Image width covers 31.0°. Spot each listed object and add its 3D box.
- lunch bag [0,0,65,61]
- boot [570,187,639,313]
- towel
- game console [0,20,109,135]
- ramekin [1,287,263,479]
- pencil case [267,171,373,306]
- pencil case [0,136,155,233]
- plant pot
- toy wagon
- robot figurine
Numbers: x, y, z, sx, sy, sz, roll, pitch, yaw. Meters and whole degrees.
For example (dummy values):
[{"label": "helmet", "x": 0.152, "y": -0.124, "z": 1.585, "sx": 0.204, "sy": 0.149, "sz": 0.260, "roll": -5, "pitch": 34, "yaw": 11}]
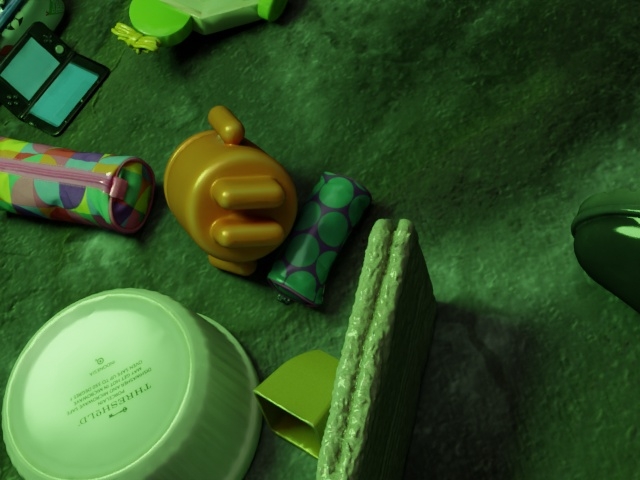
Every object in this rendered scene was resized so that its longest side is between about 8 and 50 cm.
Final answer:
[{"label": "lunch bag", "x": -0.523, "y": -0.311, "z": 1.630, "sx": 0.303, "sy": 0.115, "sz": 0.243, "roll": 27, "pitch": 74, "yaw": 33}, {"label": "boot", "x": 0.320, "y": 0.196, "z": 0.997, "sx": 0.367, "sy": 0.146, "sz": 0.445, "roll": 17, "pitch": 71, "yaw": 30}, {"label": "towel", "x": 0.055, "y": 0.134, "z": 1.093, "sx": 0.049, "sy": 0.187, "sz": 0.282, "roll": 5, "pitch": 61, "yaw": 19}, {"label": "game console", "x": -0.366, "y": -0.218, "z": 1.540, "sx": 0.122, "sy": 0.107, "sz": 0.071, "roll": -55, "pitch": 29, "yaw": -17}, {"label": "ramekin", "x": -0.205, "y": 0.173, "z": 1.202, "sx": 0.272, "sy": 0.127, "sz": 0.273, "roll": -10, "pitch": 57, "yaw": 15}, {"label": "pencil case", "x": 0.000, "y": 0.000, "z": 1.270, "sx": 0.064, "sy": 0.070, "sz": 0.152, "roll": -5, "pitch": 53, "yaw": 60}, {"label": "pencil case", "x": -0.320, "y": -0.069, "z": 1.413, "sx": 0.236, "sy": 0.104, "sz": 0.104, "roll": 8, "pitch": 63, "yaw": 24}, {"label": "plant pot", "x": -0.004, "y": 0.160, "z": 1.167, "sx": 0.081, "sy": 0.081, "sz": 0.083, "roll": 27, "pitch": 62, "yaw": 32}, {"label": "toy wagon", "x": -0.157, "y": -0.375, "z": 1.525, "sx": 0.267, "sy": 0.068, "sz": 0.344, "roll": 26, "pitch": 71, "yaw": 14}, {"label": "robot figurine", "x": -0.104, "y": -0.050, "z": 1.279, "sx": 0.128, "sy": 0.158, "sz": 0.219, "roll": -40, "pitch": 25, "yaw": -4}]
